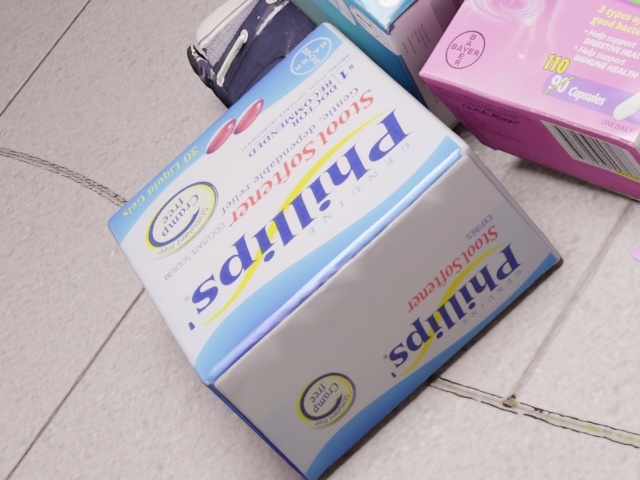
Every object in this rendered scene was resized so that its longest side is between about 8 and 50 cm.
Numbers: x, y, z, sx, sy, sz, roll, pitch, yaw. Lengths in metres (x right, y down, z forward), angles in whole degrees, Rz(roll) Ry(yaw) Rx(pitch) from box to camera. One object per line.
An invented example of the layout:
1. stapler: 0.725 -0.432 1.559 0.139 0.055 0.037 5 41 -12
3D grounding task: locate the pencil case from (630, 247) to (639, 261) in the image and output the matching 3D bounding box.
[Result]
1. pencil case: 0.312 -0.030 1.127 0.206 0.088 0.086 -45 32 -1

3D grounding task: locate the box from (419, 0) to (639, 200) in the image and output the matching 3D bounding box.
1. box: 0.237 -0.171 1.269 0.213 0.117 0.243 25 79 43

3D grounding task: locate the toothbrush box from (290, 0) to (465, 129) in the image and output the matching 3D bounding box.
1. toothbrush box: 0.029 -0.257 1.439 0.126 0.216 0.295 -44 63 -3

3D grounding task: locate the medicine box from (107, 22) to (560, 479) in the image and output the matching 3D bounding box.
1. medicine box: 0.000 0.000 1.353 0.263 0.149 0.289 -43 34 1

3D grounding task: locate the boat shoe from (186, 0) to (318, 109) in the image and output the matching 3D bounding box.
1. boat shoe: 0.031 -0.231 1.611 0.340 0.127 0.158 -43 42 12
